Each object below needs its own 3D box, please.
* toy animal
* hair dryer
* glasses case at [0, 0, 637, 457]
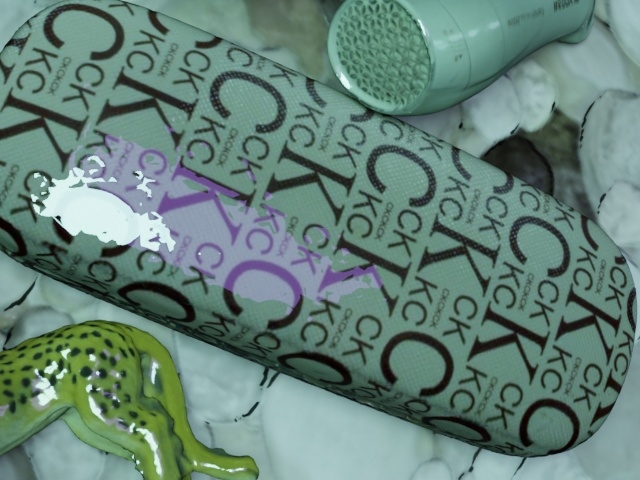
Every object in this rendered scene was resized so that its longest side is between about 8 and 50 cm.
[{"bbox_3d":[-0.131,0.075,0.539,0.181,0.073,0.136,-13,78,-17],"label":"toy animal"},{"bbox_3d":[0.073,-0.196,0.590,0.206,0.075,0.237,-30,115,-46],"label":"hair dryer"},{"bbox_3d":[0.000,0.000,0.584,0.355,0.085,0.137,23,72,-14],"label":"glasses case"}]
